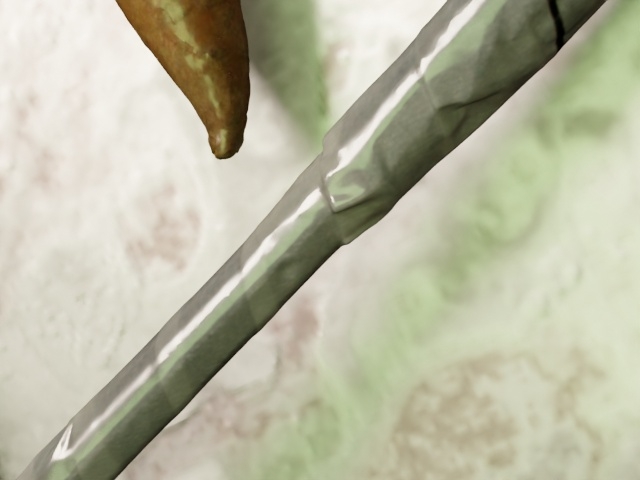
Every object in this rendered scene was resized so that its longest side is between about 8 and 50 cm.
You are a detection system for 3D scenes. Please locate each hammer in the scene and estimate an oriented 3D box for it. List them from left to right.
[{"bbox_3d":[0.000,0.001,0.523,0.427,0.152,0.044,-45,36,9],"label":"hammer"}]

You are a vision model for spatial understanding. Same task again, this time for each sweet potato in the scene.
[{"bbox_3d":[-0.039,-0.169,0.534,0.067,0.059,0.281,8,100,0],"label":"sweet potato"}]
